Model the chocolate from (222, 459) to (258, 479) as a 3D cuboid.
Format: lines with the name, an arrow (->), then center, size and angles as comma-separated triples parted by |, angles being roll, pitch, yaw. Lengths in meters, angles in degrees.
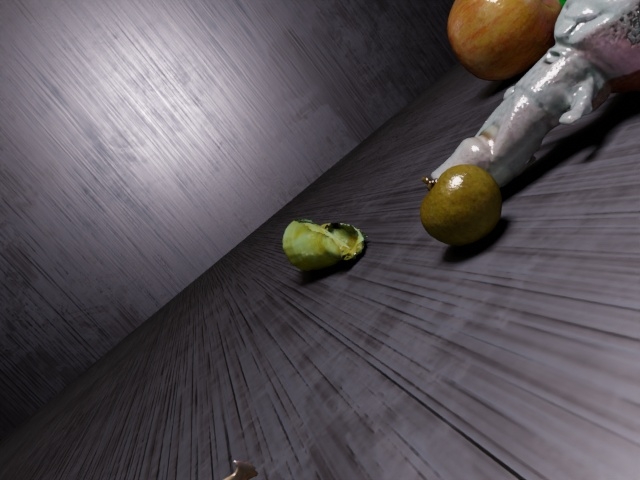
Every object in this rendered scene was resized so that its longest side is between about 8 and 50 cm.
chocolate -> 0.033, 0.115, 0.129 | 0.219, 0.085, 0.085 | -22, 19, 47

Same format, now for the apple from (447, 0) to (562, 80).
apple -> 0.361, -0.427, 0.972 | 0.188, 0.211, 0.211 | -29, 14, 49

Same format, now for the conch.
conch -> -0.001, 0.004, 0.731 | 0.095, 0.079, 0.201 | -30, 21, -35

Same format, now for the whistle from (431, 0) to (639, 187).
whistle -> 0.251, -0.162, 0.457 | 0.346, 0.134, 0.142 | -46, 48, 17

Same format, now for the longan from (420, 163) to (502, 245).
longan -> 0.121, -0.035, 0.442 | 0.075, 0.083, 0.075 | -29, -31, -19

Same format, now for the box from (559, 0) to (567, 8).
box -> 0.644, -0.615, 1.097 | 0.250, 0.103, 0.180 | -43, 11, -31
